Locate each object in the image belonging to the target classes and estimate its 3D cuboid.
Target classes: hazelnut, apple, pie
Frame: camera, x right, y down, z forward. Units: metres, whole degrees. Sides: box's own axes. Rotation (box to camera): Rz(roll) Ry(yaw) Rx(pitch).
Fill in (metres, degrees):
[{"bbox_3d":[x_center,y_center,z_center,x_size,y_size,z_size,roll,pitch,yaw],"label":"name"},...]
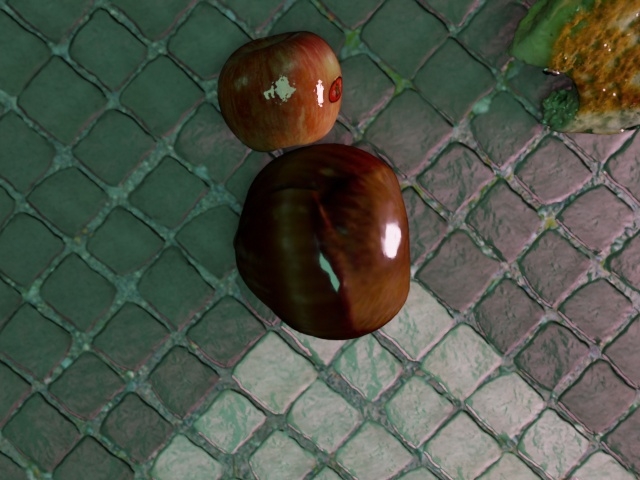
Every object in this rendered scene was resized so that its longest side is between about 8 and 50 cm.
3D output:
[{"bbox_3d":[0.000,0.000,1.493,0.229,0.229,0.229,-1,101,-4],"label":"hazelnut"},{"bbox_3d":[-0.047,-0.168,1.478,0.146,0.146,0.131,-15,107,-1],"label":"apple"},{"bbox_3d":[0.365,-0.233,1.466,0.303,0.067,0.302,-8,138,-7],"label":"pie"}]

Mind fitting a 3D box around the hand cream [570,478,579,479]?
[{"bbox_3d":[0.207,0.372,1.648,0.276,0.059,0.095,-8,100,-8],"label":"hand cream"}]
